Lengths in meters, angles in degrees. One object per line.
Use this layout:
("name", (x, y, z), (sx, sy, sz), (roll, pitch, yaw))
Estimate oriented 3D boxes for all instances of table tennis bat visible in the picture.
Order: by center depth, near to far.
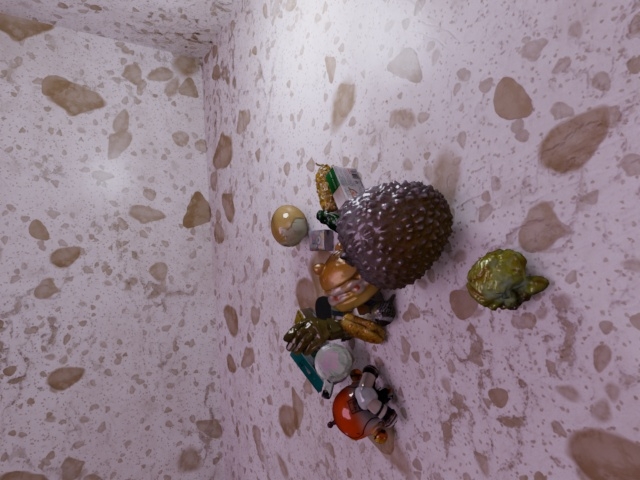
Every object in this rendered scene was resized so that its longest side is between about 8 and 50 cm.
("table tennis bat", (0.047, 0.359, 2.090), (0.274, 0.021, 0.154), (-7, 86, 58))

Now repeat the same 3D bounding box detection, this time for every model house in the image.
("model house", (0.206, 0.270, 1.779), (0.100, 0.100, 0.088), (-43, 56, 47))

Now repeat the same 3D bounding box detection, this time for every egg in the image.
("egg", (-0.171, -0.087, 2.242), (0.201, 0.201, 0.244), (-59, 37, 38))

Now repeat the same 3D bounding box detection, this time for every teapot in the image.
("teapot", (0.064, 0.584, 1.840), (0.178, 0.163, 0.222), (84, 173, -62))

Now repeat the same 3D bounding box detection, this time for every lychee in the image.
("lychee", (0.253, -0.023, 1.459), (0.432, 0.380, 0.380), (-31, 63, 26))

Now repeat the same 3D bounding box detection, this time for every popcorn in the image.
("popcorn", (0.544, 0.120, 1.220), (0.212, 0.198, 0.198), (22, 112, 18))

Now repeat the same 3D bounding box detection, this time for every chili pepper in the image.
("chili pepper", (0.067, -0.082, 1.970), (0.224, 0.061, 0.098), (33, 145, 34))

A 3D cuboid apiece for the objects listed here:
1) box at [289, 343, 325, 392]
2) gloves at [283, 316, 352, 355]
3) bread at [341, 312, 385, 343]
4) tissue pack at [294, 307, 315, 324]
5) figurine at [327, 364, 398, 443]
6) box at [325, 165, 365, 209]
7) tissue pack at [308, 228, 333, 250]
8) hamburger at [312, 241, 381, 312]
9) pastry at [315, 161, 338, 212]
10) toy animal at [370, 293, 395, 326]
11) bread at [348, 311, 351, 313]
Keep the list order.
("box", (-0.016, 0.599, 2.031), (0.245, 0.153, 0.092), (46, 129, 29))
("gloves", (-0.010, 0.422, 1.899), (0.154, 0.331, 0.141), (-116, 34, -41))
("bread", (0.183, 0.384, 1.805), (0.211, 0.114, 0.083), (1, 51, 56))
("tissue pack", (-0.066, 0.455, 2.199), (0.169, 0.082, 0.120), (53, 138, 42))
("figurine", (0.167, 0.709, 1.761), (0.323, 0.196, 0.320), (-60, 39, 38))
("box", (0.121, -0.233, 1.863), (0.081, 0.135, 0.199), (-52, 49, 44))
("tissue pack", (0.000, 0.000, 2.114), (0.148, 0.060, 0.109), (-2, 88, 55))
("hamburger", (0.118, 0.134, 1.711), (0.237, 0.276, 0.276), (53, 143, -7))
("pastry", (0.040, -0.262, 2.008), (0.154, 0.102, 0.250), (157, 105, -66))
("toy animal", (0.271, 0.289, 1.699), (0.137, 0.098, 0.098), (-47, 50, 18))
("bread", (0.117, 0.309, 1.970), (0.083, 0.036, 0.047), (32, 118, 54))
